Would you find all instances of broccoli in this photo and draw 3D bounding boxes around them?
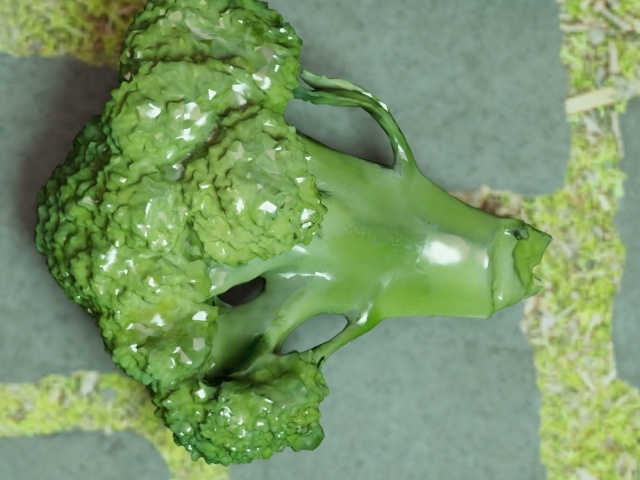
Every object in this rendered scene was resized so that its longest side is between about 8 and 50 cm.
[{"bbox_3d":[-0.025,0.005,1.096,0.302,0.186,0.254,33,73,3],"label":"broccoli"}]
